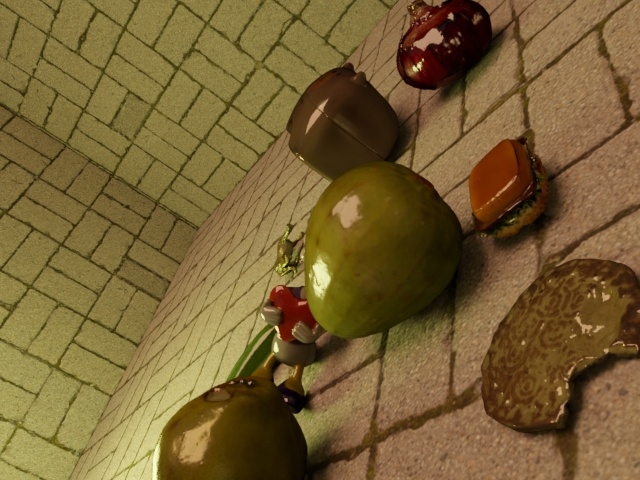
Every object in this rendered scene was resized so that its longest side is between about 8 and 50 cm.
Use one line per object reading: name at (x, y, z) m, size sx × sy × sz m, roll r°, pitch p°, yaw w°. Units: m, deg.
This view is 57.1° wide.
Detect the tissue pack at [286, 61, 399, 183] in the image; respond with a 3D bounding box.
tissue pack at (0.067, -0.329, 1.647) m, size 0.277 × 0.267 × 0.387 m, roll -48°, pitch 17°, yaw 15°

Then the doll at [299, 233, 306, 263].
doll at (0.000, 0.000, 1.578) m, size 0.161 × 0.059 × 0.160 m, roll -57°, pitch 17°, yaw -1°

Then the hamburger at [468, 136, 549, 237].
hamburger at (0.288, -0.076, 0.905) m, size 0.137 × 0.087 × 0.165 m, roll -43°, pitch 20°, yaw 37°

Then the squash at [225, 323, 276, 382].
squash at (-0.154, 0.294, 1.415) m, size 0.292 × 0.082 × 0.082 m, roll -56°, pitch 17°, yaw -1°

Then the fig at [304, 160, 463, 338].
fig at (0.085, 0.027, 0.992) m, size 0.258 × 0.258 × 0.326 m, roll -82°, pitch 18°, yaw -55°

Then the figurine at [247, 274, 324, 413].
figurine at (-0.026, 0.155, 1.218) m, size 0.420 × 0.154 × 0.193 m, roll -69°, pitch -20°, yaw -6°

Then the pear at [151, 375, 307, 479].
pear at (-0.152, 0.385, 0.980) m, size 0.269 × 0.269 × 0.320 m, roll -176°, pitch 100°, yaw -70°

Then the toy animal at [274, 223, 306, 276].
toy animal at (-0.101, 0.053, 1.758) m, size 0.136 × 0.073 × 0.181 m, roll -51°, pitch 28°, yaw 43°

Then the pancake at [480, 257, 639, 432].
pancake at (0.273, 0.117, 0.690) m, size 0.235 × 0.029 × 0.212 m, roll -49°, pitch 18°, yaw 19°

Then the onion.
onion at (0.289, -0.493, 1.445) m, size 0.252 × 0.219 × 0.252 m, roll -40°, pitch 20°, yaw 17°
